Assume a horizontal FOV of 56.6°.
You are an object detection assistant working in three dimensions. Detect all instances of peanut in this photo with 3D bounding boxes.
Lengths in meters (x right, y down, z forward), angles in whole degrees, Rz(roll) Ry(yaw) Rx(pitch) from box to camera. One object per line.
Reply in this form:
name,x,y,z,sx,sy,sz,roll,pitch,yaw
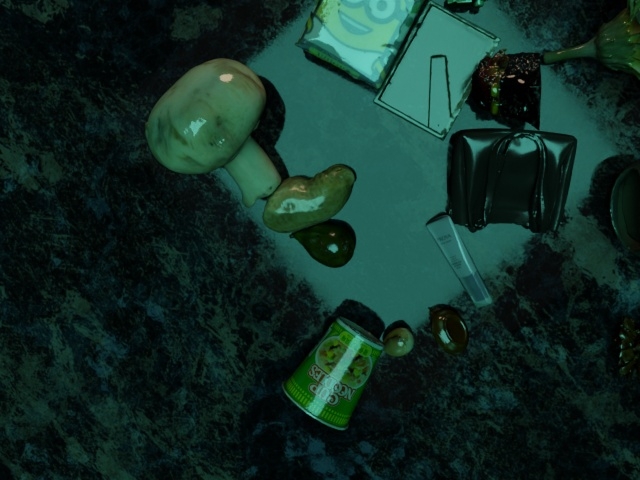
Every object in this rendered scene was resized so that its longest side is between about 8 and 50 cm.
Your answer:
peanut,-0.030,-0.105,1.491,0.253,0.122,0.137,-17,81,5

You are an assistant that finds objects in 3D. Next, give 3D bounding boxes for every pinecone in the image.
pinecone,0.812,0.269,1.446,0.195,0.150,0.179,3,93,2

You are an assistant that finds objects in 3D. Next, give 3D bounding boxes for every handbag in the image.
handbag,0.460,-0.142,1.444,0.285,0.113,0.257,3,106,5

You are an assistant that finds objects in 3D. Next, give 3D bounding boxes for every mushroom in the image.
mushroom,-0.235,-0.246,1.432,0.314,0.314,0.336,-31,116,9

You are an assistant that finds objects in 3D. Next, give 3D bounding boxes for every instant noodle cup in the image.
instant noodle cup,0.043,0.325,1.522,0.207,0.207,0.233,31,92,1

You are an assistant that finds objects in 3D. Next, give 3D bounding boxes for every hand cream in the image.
hand cream,0.357,0.052,1.508,0.079,0.048,0.255,-27,97,44

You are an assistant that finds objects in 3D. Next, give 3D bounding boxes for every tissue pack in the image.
tissue pack,0.109,-0.547,1.396,0.227,0.128,0.311,27,105,-2

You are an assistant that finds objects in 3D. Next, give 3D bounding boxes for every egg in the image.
egg,0.201,0.267,1.548,0.083,0.071,0.071,-28,95,24

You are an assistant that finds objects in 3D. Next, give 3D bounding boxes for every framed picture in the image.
framed picture,0.285,-0.417,1.462,0.208,0.019,0.281,30,100,0

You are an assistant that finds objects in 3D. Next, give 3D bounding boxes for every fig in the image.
fig,0.000,0.000,1.514,0.177,0.117,0.117,25,101,20

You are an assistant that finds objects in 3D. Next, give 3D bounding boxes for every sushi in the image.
sushi,0.432,-0.361,1.386,0.150,0.153,0.172,0,59,19

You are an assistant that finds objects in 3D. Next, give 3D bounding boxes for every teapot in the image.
teapot,0.326,0.233,1.533,0.098,0.078,0.129,-26,85,-31

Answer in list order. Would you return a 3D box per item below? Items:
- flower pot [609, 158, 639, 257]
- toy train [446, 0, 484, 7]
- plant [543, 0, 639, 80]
flower pot,0.775,-0.076,1.376,0.157,0.189,0.243,-11,106,-3
toy train,0.352,-0.640,1.399,0.104,0.071,0.178,2,100,16
plant,0.668,-0.450,1.297,0.296,0.261,0.306,1,87,6
